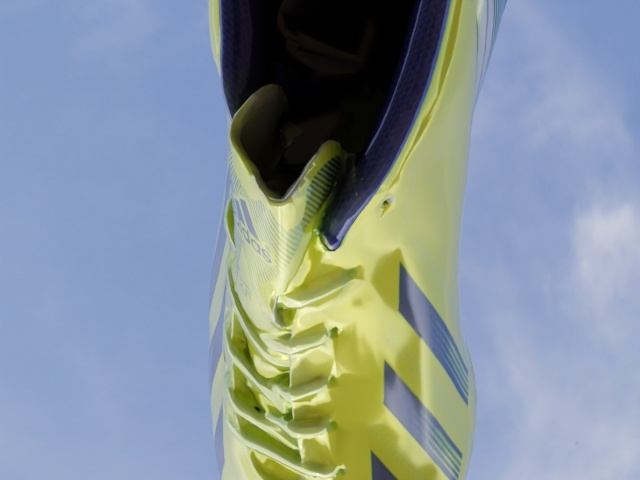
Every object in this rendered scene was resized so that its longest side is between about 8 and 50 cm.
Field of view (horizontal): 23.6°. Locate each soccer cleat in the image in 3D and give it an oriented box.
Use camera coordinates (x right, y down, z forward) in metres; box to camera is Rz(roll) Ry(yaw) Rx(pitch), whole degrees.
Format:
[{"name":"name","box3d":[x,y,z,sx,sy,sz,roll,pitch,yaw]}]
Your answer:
[{"name":"soccer cleat","box3d":[-0.001,-0.001,0.443,0.093,0.121,0.289,12,-66,16]}]
